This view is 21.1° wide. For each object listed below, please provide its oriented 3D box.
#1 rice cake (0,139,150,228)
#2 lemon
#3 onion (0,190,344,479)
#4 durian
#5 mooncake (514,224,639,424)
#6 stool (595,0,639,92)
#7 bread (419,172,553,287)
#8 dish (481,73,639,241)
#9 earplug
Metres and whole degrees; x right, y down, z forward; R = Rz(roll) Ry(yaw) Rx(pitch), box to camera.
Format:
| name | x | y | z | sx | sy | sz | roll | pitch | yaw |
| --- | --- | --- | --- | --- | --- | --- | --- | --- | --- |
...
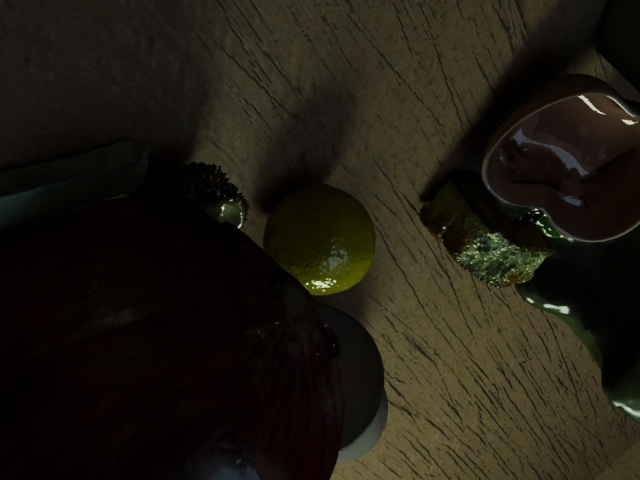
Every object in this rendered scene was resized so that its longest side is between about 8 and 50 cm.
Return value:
| name | x | y | z | sx | sy | sz | roll | pitch | yaw |
| --- | --- | --- | --- | --- | --- | --- | --- | --- | --- |
| rice cake | -0.222 | -0.041 | 1.360 | 0.211 | 0.034 | 0.043 | -17 | 143 | -44 |
| lemon | 0.000 | 0.000 | 1.679 | 0.133 | 0.109 | 0.109 | 10 | 125 | -51 |
| onion | -0.129 | 0.137 | 1.405 | 0.341 | 0.341 | 0.341 | -33 | 156 | -17 |
| durian | -0.119 | -0.031 | 1.489 | 0.110 | 0.071 | 0.140 | -19 | 162 | -31 |
| mooncake | 0.405 | 0.070 | 2.125 | 0.187 | 0.351 | 0.351 | -47 | 156 | 19 |
| stool | 0.465 | -0.277 | 1.827 | 0.269 | 0.170 | 0.244 | -28 | 155 | -27 |
| bread | 0.188 | -0.009 | 1.924 | 0.069 | 0.128 | 0.140 | -50 | 154 | 21 |
| dish | 0.278 | -0.103 | 1.873 | 0.213 | 0.090 | 0.213 | -1 | 131 | -1 |
| earplug | 0.008 | 0.184 | 1.976 | 0.172 | 0.172 | 0.301 | -40 | 163 | -1 |
